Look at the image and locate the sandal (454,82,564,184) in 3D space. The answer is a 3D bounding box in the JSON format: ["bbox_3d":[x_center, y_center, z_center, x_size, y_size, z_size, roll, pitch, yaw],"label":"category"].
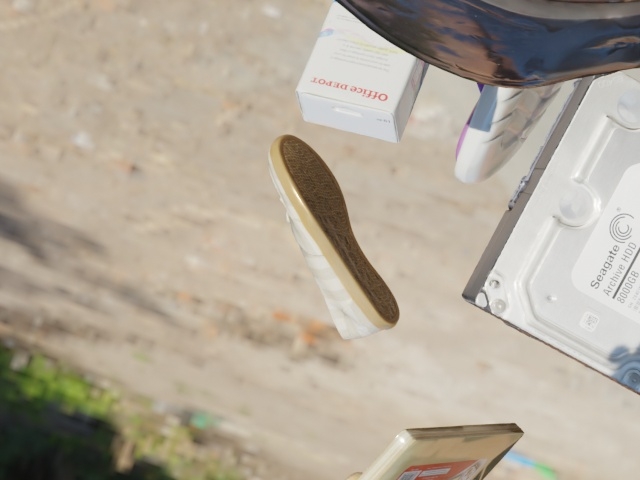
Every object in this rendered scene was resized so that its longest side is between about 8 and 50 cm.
[{"bbox_3d":[0.211,-0.251,1.886,0.102,0.416,0.169,31,-160,22],"label":"sandal"}]

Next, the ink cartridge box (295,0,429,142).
[{"bbox_3d":[0.042,-0.152,1.664,0.088,0.122,0.052,15,153,16],"label":"ink cartridge box"}]

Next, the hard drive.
[{"bbox_3d":[0.323,0.027,1.689,0.339,0.237,0.064,29,179,-9],"label":"hard drive"}]

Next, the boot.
[{"bbox_3d":[0.145,-0.207,0.916,0.264,0.280,0.096,14,162,14],"label":"boot"}]

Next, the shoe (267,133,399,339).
[{"bbox_3d":[0.000,0.000,1.933,0.058,0.219,0.076,-26,-174,33],"label":"shoe"}]

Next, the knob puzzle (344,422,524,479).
[{"bbox_3d":[0.023,0.178,1.204,0.030,0.213,0.213,47,178,22],"label":"knob puzzle"}]
